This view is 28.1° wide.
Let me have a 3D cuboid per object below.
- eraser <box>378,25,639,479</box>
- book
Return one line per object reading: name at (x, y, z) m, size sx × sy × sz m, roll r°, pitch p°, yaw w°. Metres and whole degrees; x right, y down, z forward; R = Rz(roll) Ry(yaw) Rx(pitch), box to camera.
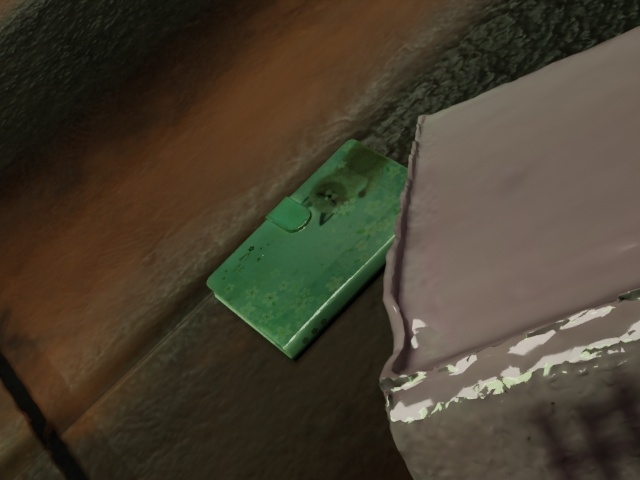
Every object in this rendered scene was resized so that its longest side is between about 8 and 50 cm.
eraser at (0.213, -0.025, 0.525) m, size 0.359 × 0.122 × 0.272 m, roll -22°, pitch 22°, yaw 17°
book at (0.000, 0.000, 0.783) m, size 0.135 × 0.017 × 0.103 m, roll -45°, pitch 41°, yaw -9°
